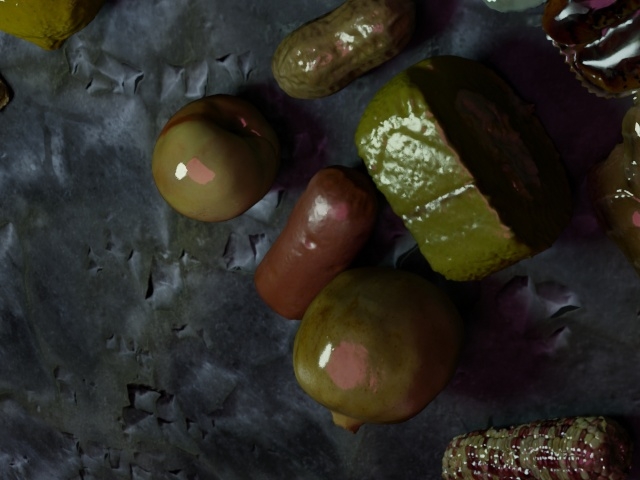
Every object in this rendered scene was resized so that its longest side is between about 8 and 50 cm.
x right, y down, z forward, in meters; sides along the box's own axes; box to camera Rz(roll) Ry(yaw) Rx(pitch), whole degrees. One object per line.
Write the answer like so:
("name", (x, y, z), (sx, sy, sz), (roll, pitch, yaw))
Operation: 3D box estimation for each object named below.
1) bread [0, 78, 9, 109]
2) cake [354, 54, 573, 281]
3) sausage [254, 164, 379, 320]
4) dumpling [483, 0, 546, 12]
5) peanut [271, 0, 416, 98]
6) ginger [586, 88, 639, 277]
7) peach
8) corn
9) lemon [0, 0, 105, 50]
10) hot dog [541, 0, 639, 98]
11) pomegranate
("bread", (-0.574, -0.267, 1.787), (0.132, 0.053, 0.074), (50, 129, 2))
("cake", (0.170, -0.090, 1.267), (0.156, 0.179, 0.261), (-30, 93, 42))
("sausage", (0.000, 0.000, 1.488), (0.113, 0.113, 0.259), (42, 133, 9))
("dumpling", (0.218, -0.341, 1.147), (0.152, 0.108, 0.219), (46, 147, -20))
("peanut", (0.027, -0.239, 1.332), (0.226, 0.108, 0.095), (-22, 110, 39))
("ginger", (0.373, -0.012, 1.219), (0.148, 0.081, 0.334), (3, 118, 53))
("peach", (-0.147, -0.109, 1.487), (0.184, 0.184, 0.184), (17, 124, 27))
("corn", (0.284, 0.291, 1.461), (0.289, 0.098, 0.098), (-15, 106, 44))
("lemon", (-0.385, -0.390, 1.477), (0.204, 0.204, 0.260), (15, 114, 29))
("hot dog", (0.359, -0.237, 1.112), (0.270, 0.082, 0.163), (-14, 108, 39))
("pomegranate", (0.075, 0.140, 1.443), (0.233, 0.233, 0.233), (17, 124, 27))
